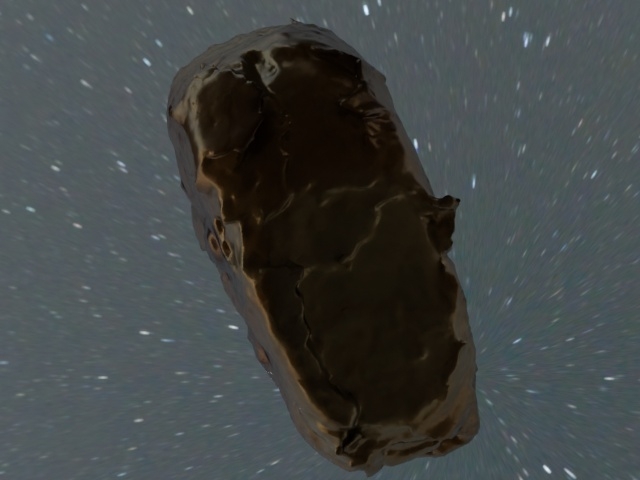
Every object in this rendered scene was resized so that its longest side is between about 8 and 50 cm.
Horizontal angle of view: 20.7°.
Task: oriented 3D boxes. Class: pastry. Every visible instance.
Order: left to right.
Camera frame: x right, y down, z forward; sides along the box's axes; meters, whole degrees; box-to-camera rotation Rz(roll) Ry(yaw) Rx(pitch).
[{"bbox_3d":[0.000,0.000,0.798,0.100,0.229,0.218,-20,-130,-7],"label":"pastry"}]
